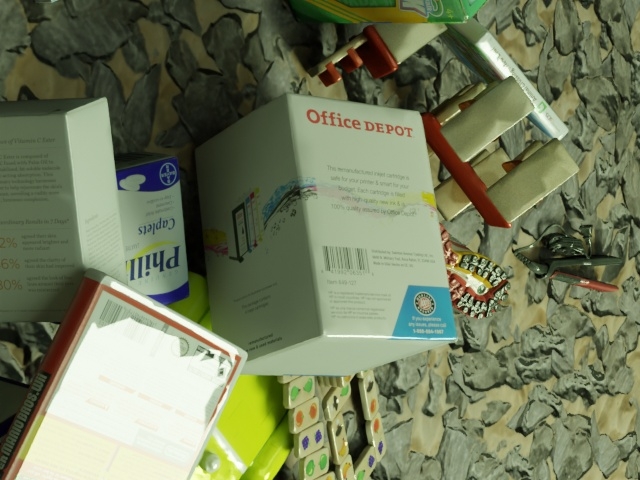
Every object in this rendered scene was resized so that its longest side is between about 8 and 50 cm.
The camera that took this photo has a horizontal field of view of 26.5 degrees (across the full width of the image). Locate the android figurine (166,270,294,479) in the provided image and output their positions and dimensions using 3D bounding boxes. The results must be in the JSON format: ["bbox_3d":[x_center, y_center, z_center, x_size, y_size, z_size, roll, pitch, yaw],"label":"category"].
[{"bbox_3d":[-0.105,0.151,1.365,0.273,0.056,0.248,-54,131,-31],"label":"android figurine"}]

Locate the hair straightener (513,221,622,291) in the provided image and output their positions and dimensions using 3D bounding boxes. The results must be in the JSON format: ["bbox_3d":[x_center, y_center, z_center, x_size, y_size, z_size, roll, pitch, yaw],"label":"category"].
[{"bbox_3d":[0.338,0.016,1.851,0.230,0.047,0.089,10,88,-44],"label":"hair straightener"}]

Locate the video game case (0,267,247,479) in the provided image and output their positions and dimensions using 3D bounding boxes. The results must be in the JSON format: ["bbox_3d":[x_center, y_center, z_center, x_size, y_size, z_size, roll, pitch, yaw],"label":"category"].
[{"bbox_3d":[-0.180,0.186,1.105,0.204,0.025,0.285,36,75,-51],"label":"video game case"}]

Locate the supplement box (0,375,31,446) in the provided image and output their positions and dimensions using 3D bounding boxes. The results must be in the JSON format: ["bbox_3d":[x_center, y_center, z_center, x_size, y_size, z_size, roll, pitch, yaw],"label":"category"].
[{"bbox_3d":[-0.271,0.238,1.148,0.114,0.111,0.220,-33,118,-40],"label":"supplement box"}]

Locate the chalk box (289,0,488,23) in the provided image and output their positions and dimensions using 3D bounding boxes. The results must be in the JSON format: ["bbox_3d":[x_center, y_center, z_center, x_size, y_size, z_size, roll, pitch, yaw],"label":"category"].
[{"bbox_3d":[0.099,-0.332,1.340,0.179,0.289,0.180,-48,128,-32],"label":"chalk box"}]

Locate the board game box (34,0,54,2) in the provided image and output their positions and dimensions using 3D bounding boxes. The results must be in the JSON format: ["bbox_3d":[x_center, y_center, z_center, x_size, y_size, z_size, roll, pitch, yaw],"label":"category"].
[{"bbox_3d":[-0.224,-0.296,1.184,0.103,0.026,0.154,-33,119,-41],"label":"board game box"}]

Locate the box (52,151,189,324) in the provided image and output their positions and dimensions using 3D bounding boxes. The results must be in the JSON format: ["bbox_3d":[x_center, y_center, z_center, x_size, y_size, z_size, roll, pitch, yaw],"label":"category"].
[{"bbox_3d":[-0.190,-0.002,1.232,0.126,0.072,0.137,-18,109,-45],"label":"box"}]

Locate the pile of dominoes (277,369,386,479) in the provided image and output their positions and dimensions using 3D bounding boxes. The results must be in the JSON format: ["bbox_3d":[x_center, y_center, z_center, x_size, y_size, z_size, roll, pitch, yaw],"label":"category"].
[{"bbox_3d":[0.029,0.183,1.475,0.196,0.040,0.251,-49,135,-52],"label":"pile of dominoes"}]

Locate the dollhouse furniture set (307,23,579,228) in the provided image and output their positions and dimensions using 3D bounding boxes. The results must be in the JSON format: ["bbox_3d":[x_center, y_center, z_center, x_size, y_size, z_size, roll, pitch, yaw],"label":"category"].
[{"bbox_3d":[0.119,-0.118,1.446,0.135,0.262,0.259,-37,96,-6],"label":"dollhouse furniture set"}]

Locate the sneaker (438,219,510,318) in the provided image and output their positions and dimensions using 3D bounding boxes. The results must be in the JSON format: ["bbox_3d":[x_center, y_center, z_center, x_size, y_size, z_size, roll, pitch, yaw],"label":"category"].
[{"bbox_3d":[0.113,0.016,1.574,0.225,0.093,0.088,36,88,-29],"label":"sneaker"}]

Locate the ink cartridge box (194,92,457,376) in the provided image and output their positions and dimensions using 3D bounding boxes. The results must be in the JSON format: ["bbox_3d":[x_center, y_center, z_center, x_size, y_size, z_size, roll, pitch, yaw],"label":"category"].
[{"bbox_3d":[0.000,0.000,1.304,0.171,0.168,0.233,5,71,-38],"label":"ink cartridge box"}]

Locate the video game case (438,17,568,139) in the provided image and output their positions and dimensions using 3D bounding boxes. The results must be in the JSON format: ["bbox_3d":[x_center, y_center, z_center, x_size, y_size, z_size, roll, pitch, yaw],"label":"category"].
[{"bbox_3d":[0.169,-0.214,1.510,0.023,0.212,0.193,-45,133,5],"label":"video game case"}]

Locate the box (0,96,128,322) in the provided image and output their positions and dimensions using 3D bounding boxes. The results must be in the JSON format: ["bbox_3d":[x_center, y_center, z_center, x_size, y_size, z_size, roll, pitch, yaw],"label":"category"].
[{"bbox_3d":[-0.239,-0.026,1.113,0.091,0.130,0.170,-47,135,-72],"label":"box"}]
